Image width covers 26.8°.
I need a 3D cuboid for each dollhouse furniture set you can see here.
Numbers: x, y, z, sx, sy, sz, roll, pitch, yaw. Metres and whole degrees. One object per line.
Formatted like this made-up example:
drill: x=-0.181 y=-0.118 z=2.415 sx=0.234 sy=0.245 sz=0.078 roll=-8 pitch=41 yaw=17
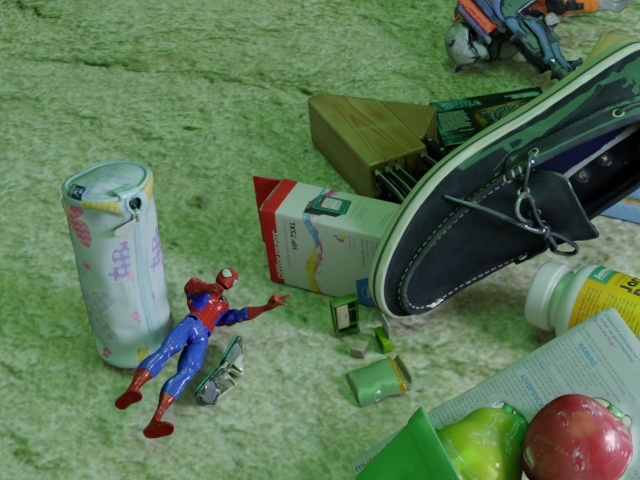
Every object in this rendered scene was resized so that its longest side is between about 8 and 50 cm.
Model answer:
dollhouse furniture set: x=0.060 y=0.137 z=1.729 sx=0.076 sy=0.058 sz=0.152 roll=-16 pitch=40 yaw=-11

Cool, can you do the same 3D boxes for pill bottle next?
pill bottle: x=0.369 y=0.098 z=1.688 sx=0.208 sy=0.117 sz=0.117 roll=20 pitch=46 yaw=30

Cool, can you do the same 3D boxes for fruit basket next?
fruit basket: x=0.234 y=0.264 z=1.416 sx=0.353 sy=0.165 sz=0.327 roll=-27 pitch=41 yaw=-2

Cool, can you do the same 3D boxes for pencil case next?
pencil case: x=-0.253 y=0.031 z=1.734 sx=0.124 sy=0.273 sz=0.113 roll=18 pitch=38 yaw=32

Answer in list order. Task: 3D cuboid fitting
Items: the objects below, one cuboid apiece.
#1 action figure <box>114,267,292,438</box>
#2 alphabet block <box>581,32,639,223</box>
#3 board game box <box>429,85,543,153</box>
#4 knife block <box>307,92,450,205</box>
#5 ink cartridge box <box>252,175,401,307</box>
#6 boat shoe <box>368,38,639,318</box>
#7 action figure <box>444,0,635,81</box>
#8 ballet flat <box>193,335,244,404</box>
action figure: x=-0.140 y=0.114 z=1.697 sx=0.139 sy=0.091 sz=0.280 roll=-25 pitch=25 yaw=34
alphabet block: x=0.461 y=-0.159 z=1.934 sx=0.193 sy=0.192 sz=0.197 roll=16 pitch=43 yaw=22
board game box: x=0.273 y=-0.188 z=2.121 sx=0.186 sy=0.026 sz=0.126 roll=-8 pitch=39 yaw=-2
knife block: x=0.082 y=-0.108 z=2.000 sx=0.275 sy=0.088 sz=0.242 roll=9 pitch=41 yaw=17
ink cartridge box: x=0.000 y=0.000 z=1.844 sx=0.231 sy=0.134 sz=0.078 roll=13 pitch=43 yaw=23
boat shoe: x=0.276 y=-0.059 z=1.726 sx=0.500 sy=0.187 sz=0.156 roll=-37 pitch=49 yaw=2
action figure: x=0.363 y=-0.365 z=2.270 sx=0.330 sy=0.178 sz=0.341 roll=-25 pitch=70 yaw=-12
ballet flat: x=-0.121 y=0.171 z=1.734 sx=0.041 sy=0.041 sz=0.114 roll=13 pitch=43 yaw=22
